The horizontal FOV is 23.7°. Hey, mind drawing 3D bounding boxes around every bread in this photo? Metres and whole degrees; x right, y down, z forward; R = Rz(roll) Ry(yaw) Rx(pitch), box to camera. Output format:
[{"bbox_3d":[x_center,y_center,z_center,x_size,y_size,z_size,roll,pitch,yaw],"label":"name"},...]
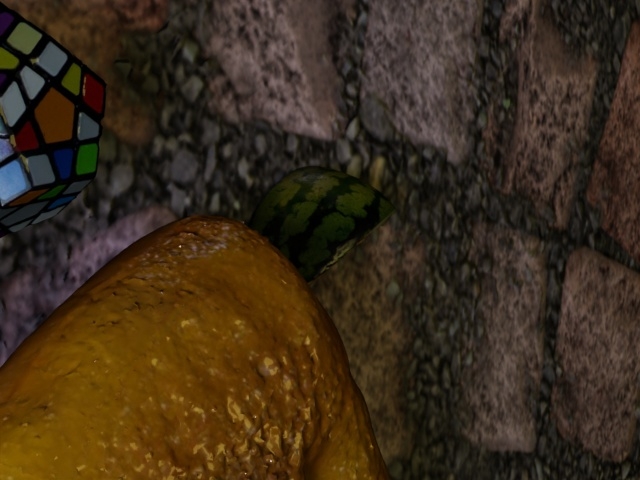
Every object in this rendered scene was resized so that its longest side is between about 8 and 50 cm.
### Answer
[{"bbox_3d":[-0.074,0.181,0.887,0.337,0.148,0.328,-47,133,-45],"label":"bread"}]

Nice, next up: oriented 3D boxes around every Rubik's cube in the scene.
[{"bbox_3d":[-0.175,-0.062,0.786,0.112,0.133,0.133,10,82,-30],"label":"Rubik's cube"}]

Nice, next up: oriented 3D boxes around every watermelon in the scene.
[{"bbox_3d":[0.009,-0.005,1.085,0.163,0.069,0.087,-45,125,-42],"label":"watermelon"}]
